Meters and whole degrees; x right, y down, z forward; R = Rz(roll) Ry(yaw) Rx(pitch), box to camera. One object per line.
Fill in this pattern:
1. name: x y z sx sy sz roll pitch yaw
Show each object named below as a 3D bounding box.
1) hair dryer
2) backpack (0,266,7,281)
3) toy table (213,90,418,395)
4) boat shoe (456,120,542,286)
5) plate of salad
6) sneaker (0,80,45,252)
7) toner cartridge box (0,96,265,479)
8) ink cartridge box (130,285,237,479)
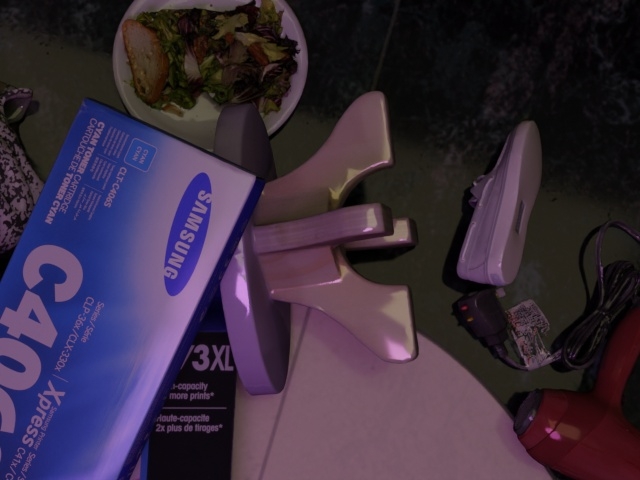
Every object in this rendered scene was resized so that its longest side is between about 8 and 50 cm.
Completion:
1. hair dryer: 0.289 0.138 1.336 0.224 0.080 0.293 -23 84 -8
2. backpack: -0.304 0.079 1.290 0.120 0.098 0.101 -23 88 -8
3. toy table: 0.000 0.000 1.270 0.161 0.252 0.274 -7 97 11
4. boat shoe: 0.180 -0.039 1.364 0.063 0.066 0.184 3 70 29
5. plate of salad: -0.112 -0.187 1.370 0.200 0.048 0.200 1 81 -4
6. sneaker: -0.381 -0.140 1.321 0.182 0.158 0.410 -16 72 -43
7. toner cartridge box: -0.194 0.069 1.158 0.165 0.075 0.348 25 92 4
8. ink cartridge box: -0.171 0.178 1.257 0.176 0.069 0.371 3 89 -19
